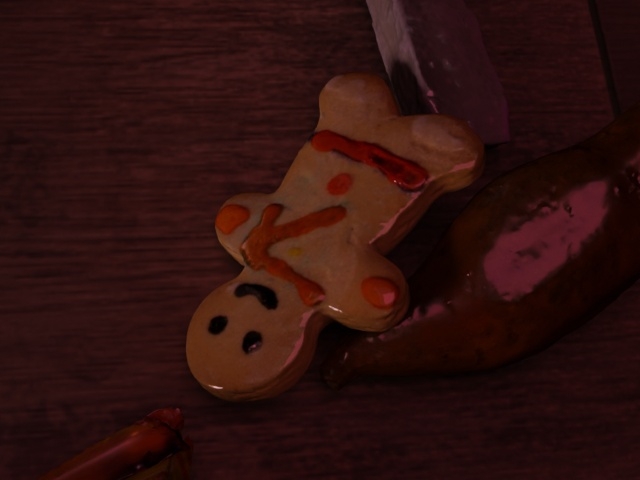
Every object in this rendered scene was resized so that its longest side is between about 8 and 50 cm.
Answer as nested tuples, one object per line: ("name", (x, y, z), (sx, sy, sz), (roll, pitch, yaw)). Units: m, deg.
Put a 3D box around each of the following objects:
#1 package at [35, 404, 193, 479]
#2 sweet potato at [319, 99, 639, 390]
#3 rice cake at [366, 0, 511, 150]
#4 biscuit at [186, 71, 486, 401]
("package", (-0.121, 0.239, 0.624), (0.223, 0.108, 0.288), (-13, 62, -21))
("sweet potato", (0.154, -0.002, 0.774), (0.359, 0.112, 0.112), (-32, 75, -9))
("rice cake", (0.053, -0.235, 0.880), (0.070, 0.064, 0.399), (-6, 68, -21))
("biscuit", (0.000, 0.000, 0.755), (0.153, 0.030, 0.234), (29, 75, 37))
